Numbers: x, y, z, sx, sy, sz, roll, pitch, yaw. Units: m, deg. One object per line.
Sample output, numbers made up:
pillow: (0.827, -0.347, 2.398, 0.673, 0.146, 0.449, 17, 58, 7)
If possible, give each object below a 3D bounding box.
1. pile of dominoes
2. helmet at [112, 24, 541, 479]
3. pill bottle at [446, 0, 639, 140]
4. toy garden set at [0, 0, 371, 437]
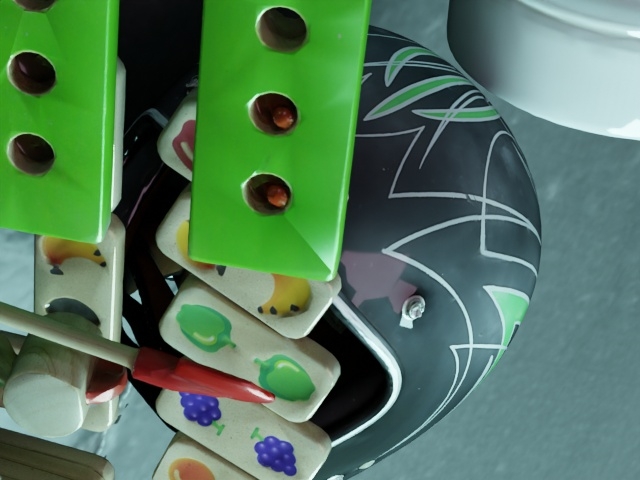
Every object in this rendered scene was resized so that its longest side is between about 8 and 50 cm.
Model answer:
pile of dominoes: (-0.093, 0.050, 0.649, 0.040, 0.196, 0.251, -58, 158, -53)
helmet: (0.000, 0.000, 0.707, 0.169, 0.169, 0.161, 7, 131, -44)
pill bottle: (0.127, -0.201, 0.657, 0.176, 0.176, 0.318, -16, 129, -32)
toy garden set: (-0.112, -0.026, 0.583, 0.244, 0.049, 0.204, 10, 126, 4)
